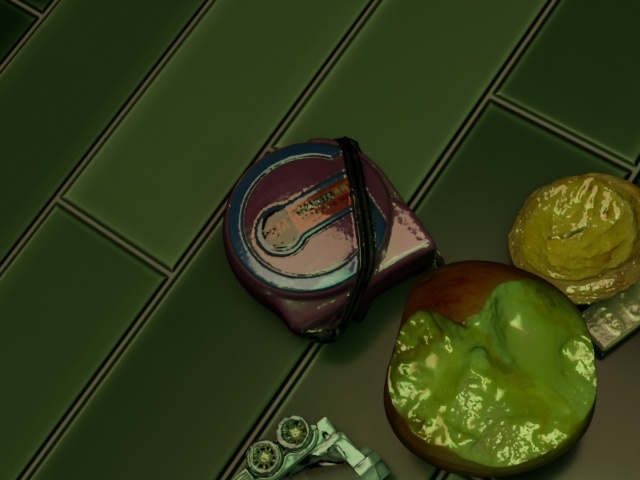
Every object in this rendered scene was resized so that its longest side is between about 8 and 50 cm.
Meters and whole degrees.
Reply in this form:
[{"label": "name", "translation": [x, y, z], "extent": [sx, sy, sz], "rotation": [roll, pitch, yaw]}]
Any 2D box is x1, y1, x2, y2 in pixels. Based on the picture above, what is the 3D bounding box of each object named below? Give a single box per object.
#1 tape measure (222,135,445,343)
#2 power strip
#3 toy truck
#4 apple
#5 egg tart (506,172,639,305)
[{"label": "tape measure", "translation": [0.000, 0.000, 1.274], "extent": [0.231, 0.149, 0.245], "rotation": [-30, 74, -5]}, {"label": "power strip", "translation": [0.370, 0.084, 1.225], "extent": [0.123, 0.032, 0.056], "rotation": [-37, 66, -3]}, {"label": "toy truck", "translation": [-0.051, 0.308, 1.185], "extent": [0.256, 0.108, 0.140], "rotation": [-39, 81, -8]}, {"label": "apple", "translation": [0.193, 0.142, 1.123], "extent": [0.226, 0.246, 0.246], "rotation": [9, 71, 9]}, {"label": "egg tart", "translation": [0.324, 0.003, 1.230], "extent": [0.191, 0.074, 0.191], "rotation": [-12, 53, 16]}]
